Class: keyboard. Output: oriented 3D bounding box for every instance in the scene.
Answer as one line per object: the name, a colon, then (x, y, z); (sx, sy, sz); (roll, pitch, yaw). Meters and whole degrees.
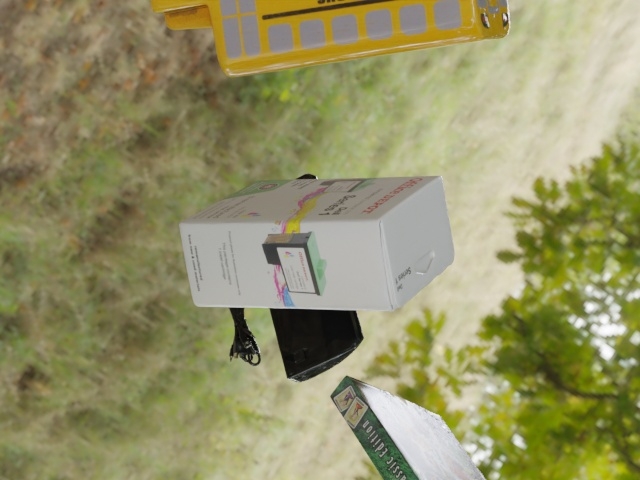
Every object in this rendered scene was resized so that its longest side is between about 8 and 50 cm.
keyboard: (-0.056, 0.064, 1.709); (0.201, 0.033, 0.317); (-25, -126, 14)

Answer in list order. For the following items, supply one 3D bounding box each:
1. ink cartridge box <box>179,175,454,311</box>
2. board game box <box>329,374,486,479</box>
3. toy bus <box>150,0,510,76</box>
ink cartridge box: (0.000, 0.000, 1.469); (0.201, 0.278, 0.117); (-34, 120, -57)
board game box: (0.111, 0.216, 0.922); (0.030, 0.136, 0.259); (-47, -136, 11)
toy bus: (0.003, -0.234, 1.128); (0.333, 0.130, 0.108); (-4, -170, 26)
